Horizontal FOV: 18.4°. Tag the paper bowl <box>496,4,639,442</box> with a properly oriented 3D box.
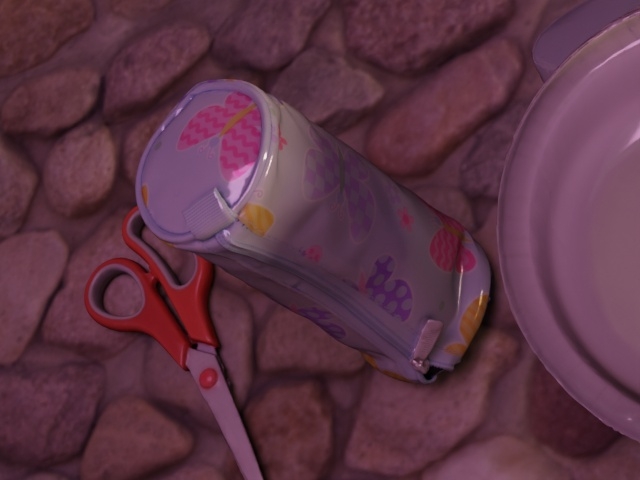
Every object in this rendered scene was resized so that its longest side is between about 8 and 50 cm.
[{"bbox_3d":[0.243,-0.006,1.156,0.284,0.148,0.284,4,104,16],"label":"paper bowl"}]

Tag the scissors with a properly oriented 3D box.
[{"bbox_3d":[-0.083,0.083,1.472,0.109,0.021,0.297,-47,53,5],"label":"scissors"}]

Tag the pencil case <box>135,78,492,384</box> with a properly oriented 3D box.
[{"bbox_3d":[0.000,0.000,1.305,0.113,0.273,0.124,-17,56,32],"label":"pencil case"}]

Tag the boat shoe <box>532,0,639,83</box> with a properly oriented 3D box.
[{"bbox_3d":[0.293,-0.121,1.271,0.306,0.105,0.113,-12,35,17],"label":"boat shoe"}]
